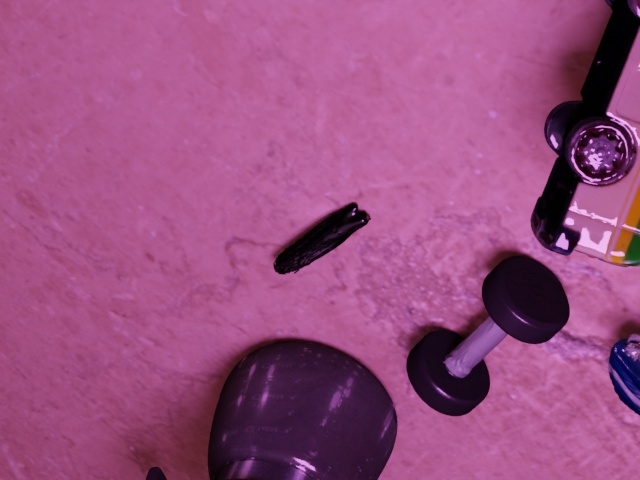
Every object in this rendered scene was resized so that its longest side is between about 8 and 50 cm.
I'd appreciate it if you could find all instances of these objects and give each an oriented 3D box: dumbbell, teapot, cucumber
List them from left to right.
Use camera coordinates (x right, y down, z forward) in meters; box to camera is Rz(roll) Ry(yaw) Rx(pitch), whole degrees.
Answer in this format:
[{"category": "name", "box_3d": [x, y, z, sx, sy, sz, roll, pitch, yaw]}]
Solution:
[{"category": "teapot", "box_3d": [-0.083, 0.277, 1.735, 0.305, 0.285, 0.223, 10, 130, 12]}, {"category": "cucumber", "box_3d": [-0.001, 0.001, 1.650, 0.033, 0.034, 0.135, 47, 128, -12]}, {"category": "dumbbell", "box_3d": [0.183, 0.108, 1.621, 0.100, 0.100, 0.191, 33, 131, -7]}]

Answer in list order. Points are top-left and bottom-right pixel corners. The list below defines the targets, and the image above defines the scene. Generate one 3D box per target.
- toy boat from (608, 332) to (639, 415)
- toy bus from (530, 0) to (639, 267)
[{"category": "toy boat", "box_3d": [0.452, 0.141, 1.544, 0.292, 0.070, 0.210, -15, 143, 32]}, {"category": "toy bus", "box_3d": [0.312, -0.119, 1.291, 0.179, 0.143, 0.305, 19, 101, -5]}]
